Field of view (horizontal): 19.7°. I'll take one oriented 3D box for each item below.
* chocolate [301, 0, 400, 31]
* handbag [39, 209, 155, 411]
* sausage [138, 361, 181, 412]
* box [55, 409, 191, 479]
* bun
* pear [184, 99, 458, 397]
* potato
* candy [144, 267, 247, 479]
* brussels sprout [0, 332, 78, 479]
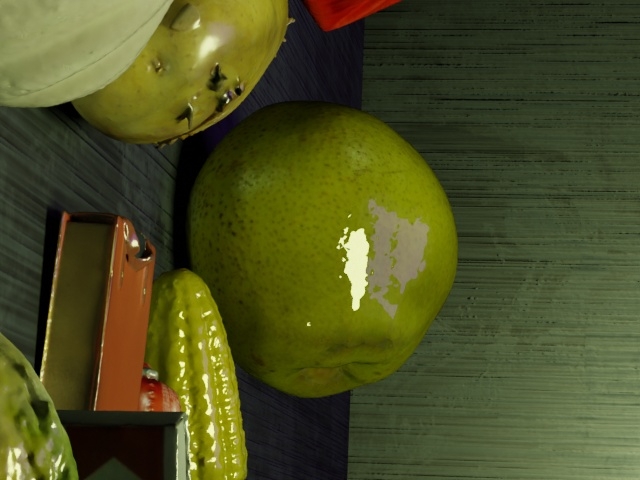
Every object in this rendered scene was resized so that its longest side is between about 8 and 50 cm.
[{"bbox_3d":[-0.032,-0.355,1.425,0.360,0.161,0.341,57,2,11],"label":"chocolate"},{"bbox_3d":[-0.169,0.079,1.378,0.127,0.062,0.190,53,42,-76],"label":"handbag"},{"bbox_3d":[-0.152,0.211,1.442,0.074,0.074,0.274,79,13,-55],"label":"sausage"},{"bbox_3d":[-0.161,0.151,1.012,0.036,0.177,0.115,-31,120,-80],"label":"box"},{"bbox_3d":[-0.138,-0.210,1.157,0.263,0.175,0.263,2,90,-81],"label":"bun"},{"bbox_3d":[0.000,0.000,1.817,0.294,0.294,0.294,1,90,-82],"label":"pear"},{"bbox_3d":[-0.109,-0.155,1.407,0.173,0.140,0.300,-45,-170,15],"label":"potato"},{"bbox_3d":[-0.119,0.123,1.604,0.106,0.094,0.199,13,-69,63],"label":"candy"},{"bbox_3d":[-0.194,0.126,0.942,0.100,0.139,0.181,119,-32,-53],"label":"brussels sprout"}]
